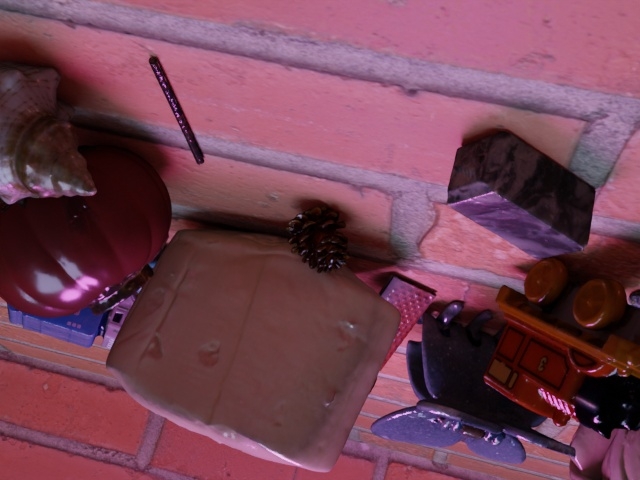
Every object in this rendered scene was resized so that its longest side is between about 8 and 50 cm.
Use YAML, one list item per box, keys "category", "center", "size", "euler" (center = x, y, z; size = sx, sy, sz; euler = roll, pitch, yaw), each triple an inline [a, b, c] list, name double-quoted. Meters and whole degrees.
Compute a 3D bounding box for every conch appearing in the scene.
- category: "conch"
  center: [-0.426, -0.178, 1.205]
  size: [0.386, 0.169, 0.203]
  euler: [50, -161, 20]

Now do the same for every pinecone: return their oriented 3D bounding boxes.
- category: "pinecone"
  center: [0.003, -0.001, 1.398]
  size: [0.109, 0.102, 0.102]
  euler: [48, 164, 14]

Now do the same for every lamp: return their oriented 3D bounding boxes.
- category: "lamp"
  center: [-0.377, -0.017, 1.358]
  size: [0.303, 0.303, 0.257]
  euler: [-13, 117, 51]

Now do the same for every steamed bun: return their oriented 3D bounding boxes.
- category: "steamed bun"
  center: [-0.107, 0.181, 1.553]
  size: [0.456, 0.371, 0.290]
  euler: [21, 166, 24]
- category: "steamed bun"
  center: [0.628, 0.398, 1.695]
  size: [0.255, 0.342, 0.367]
  euler: [54, 157, 32]

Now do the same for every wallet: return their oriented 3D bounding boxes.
- category: "wallet"
  center: [0.123, 0.157, 1.634]
  size: [0.103, 0.196, 0.020]
  euler: [22, -157, -24]

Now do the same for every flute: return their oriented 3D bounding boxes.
- category: "flute"
  center: [-0.197, -0.173, 1.225]
  size: [0.014, 0.014, 0.269]
  euler: [12, 159, 11]

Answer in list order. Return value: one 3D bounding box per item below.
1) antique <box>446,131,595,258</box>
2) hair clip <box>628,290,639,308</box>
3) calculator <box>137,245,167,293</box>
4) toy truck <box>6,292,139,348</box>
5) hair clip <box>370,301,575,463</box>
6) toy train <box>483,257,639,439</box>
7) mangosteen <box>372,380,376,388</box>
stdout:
- category: "antique"
  center: [0.247, -0.056, 1.097]
  size: [0.183, 0.088, 0.086]
  euler: [28, 155, -27]
- category: "hair clip"
  center: [0.583, 0.138, 1.415]
  size: [0.229, 0.036, 0.066]
  euler: [25, 164, -22]
- category: "calculator"
  center: [-0.328, 0.080, 1.892]
  size: [0.274, 0.058, 0.248]
  euler: [3, 156, 28]
- category: "toy truck"
  center: [-0.565, 0.147, 2.071]
  size: [0.367, 0.175, 0.146]
  euler: [19, 157, -10]
- category: "hair clip"
  center: [0.307, 0.275, 1.675]
  size: [0.318, 0.238, 0.392]
  euler: [17, 159, -5]
- category: "toy train"
  center: [0.381, 0.164, 1.313]
  size: [0.163, 0.231, 0.369]
  euler: [23, -178, -20]
- category: "mangosteen"
  center: [-0.022, 0.253, 1.782]
  size: [0.288, 0.287, 0.233]
  euler: [13, 167, 9]
